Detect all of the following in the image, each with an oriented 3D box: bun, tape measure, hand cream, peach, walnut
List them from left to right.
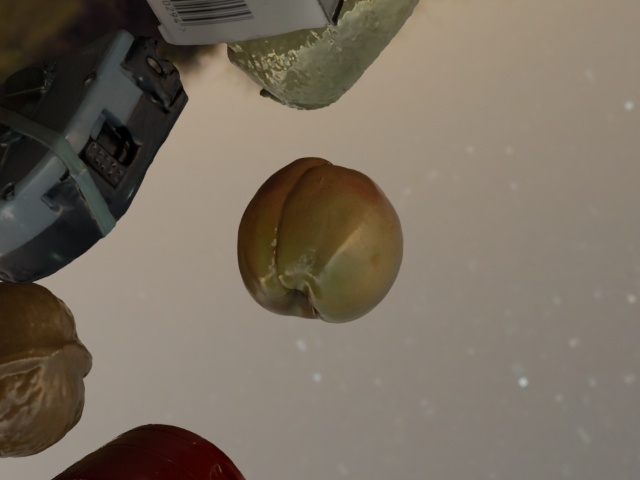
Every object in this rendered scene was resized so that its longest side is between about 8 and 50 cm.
[{"bbox_3d":[-0.277,0.114,1.537,0.149,0.166,0.166,1,162,-43],"label":"walnut"},{"bbox_3d":[-0.210,-0.059,1.319,0.182,0.107,0.181,-12,-137,39],"label":"tape measure"},{"bbox_3d":[-0.182,0.311,1.779,0.230,0.230,0.149,-27,180,36],"label":"hand cream"},{"bbox_3d":[-0.005,-0.243,1.670,0.244,0.153,0.244,-47,-165,17],"label":"bun"},{"bbox_3d":[0.000,0.000,1.880,0.184,0.184,0.184,-33,-170,7],"label":"peach"}]

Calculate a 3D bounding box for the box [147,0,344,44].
[{"bbox_3d":[-0.038,-0.322,1.296,0.145,0.173,0.333,-1,-130,28],"label":"box"}]
